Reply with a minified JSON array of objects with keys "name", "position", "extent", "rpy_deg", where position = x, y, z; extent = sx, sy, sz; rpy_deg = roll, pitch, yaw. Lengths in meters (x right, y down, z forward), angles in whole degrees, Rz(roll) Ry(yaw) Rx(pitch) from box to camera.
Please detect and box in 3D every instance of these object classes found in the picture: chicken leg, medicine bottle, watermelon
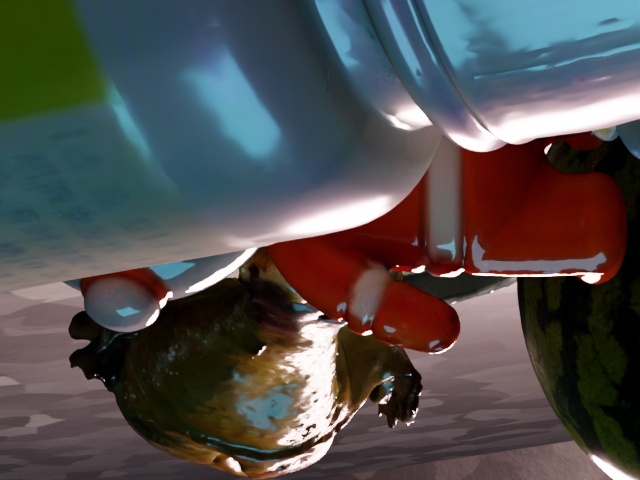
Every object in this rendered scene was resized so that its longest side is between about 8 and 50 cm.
[{"name":"chicken leg","position":[-0.023,0.076,1.160],"extent":[0.211,0.140,0.361],"rpy_deg":[12,163,-26]},{"name":"medicine bottle","position":[-0.076,-0.095,0.561],"extent":[0.379,0.213,0.213],"rpy_deg":[-11,165,20]},{"name":"watermelon","position":[0.250,0.019,1.001],"extent":[0.285,0.285,0.285],"rpy_deg":[-5,166,-1]}]

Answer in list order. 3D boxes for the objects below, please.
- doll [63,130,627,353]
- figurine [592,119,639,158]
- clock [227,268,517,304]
[{"name":"doll","position":[-0.025,-0.033,0.879],"extent":[0.336,0.199,0.105],"rpy_deg":[-1,153,2]},{"name":"figurine","position":[0.159,-0.118,0.786],"extent":[0.185,0.127,0.234],"rpy_deg":[-44,-155,-29]},{"name":"clock","position":[-0.001,-0.001,1.280],"extent":[0.319,0.066,0.319],"rpy_deg":[-4,165,-1]}]
